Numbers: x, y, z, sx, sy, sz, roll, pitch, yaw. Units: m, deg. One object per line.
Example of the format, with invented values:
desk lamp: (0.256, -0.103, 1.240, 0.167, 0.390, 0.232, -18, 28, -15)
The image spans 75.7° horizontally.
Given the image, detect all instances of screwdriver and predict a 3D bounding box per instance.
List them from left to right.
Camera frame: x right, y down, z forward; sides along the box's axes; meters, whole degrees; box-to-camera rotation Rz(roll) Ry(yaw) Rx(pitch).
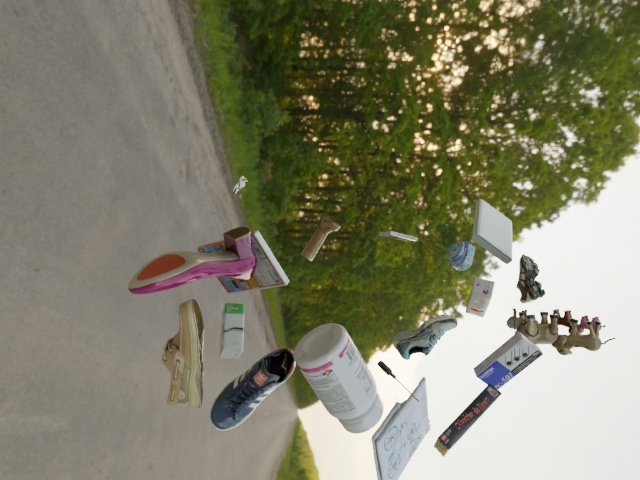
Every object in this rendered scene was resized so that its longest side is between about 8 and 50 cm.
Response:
screwdriver: (0.246, 0.441, 1.291, 0.024, 0.170, 0.025, -52, 170, 21)

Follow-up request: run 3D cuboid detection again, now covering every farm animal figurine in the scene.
farm animal figurine: (0.968, 0.390, 1.702, 0.330, 0.327, 0.172, 3, 87, -76)

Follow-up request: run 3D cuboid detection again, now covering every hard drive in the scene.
hard drive: (0.921, -0.058, 2.196, 0.047, 0.233, 0.353, -50, -173, 42)

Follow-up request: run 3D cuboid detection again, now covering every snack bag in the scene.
snack bag: (0.302, 0.700, 1.499, 0.343, 0.037, 0.322, -36, 126, -37)

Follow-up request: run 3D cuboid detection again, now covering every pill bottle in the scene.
pill bottle: (0.058, 0.384, 1.140, 0.283, 0.161, 0.160, 61, 7, -19)

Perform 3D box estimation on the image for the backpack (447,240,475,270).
backpack: (0.589, 0.064, 1.737, 0.105, 0.084, 0.114, -36, -149, 57)

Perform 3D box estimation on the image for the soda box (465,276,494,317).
soda box: (0.613, 0.223, 1.588, 0.216, 0.074, 0.069, 70, 39, -57)

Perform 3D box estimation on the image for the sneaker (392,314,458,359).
sneaker: (0.450, 0.415, 1.719, 0.110, 0.283, 0.122, 58, 9, -40)

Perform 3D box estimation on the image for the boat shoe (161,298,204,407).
boat shoe: (-0.386, 0.324, 1.147, 0.121, 0.110, 0.340, -116, -151, -70)

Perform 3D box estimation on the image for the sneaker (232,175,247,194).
sneaker: (-0.415, -0.281, 2.128, 0.109, 0.044, 0.040, -58, -171, -8)

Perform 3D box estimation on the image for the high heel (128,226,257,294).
high heel: (-0.334, 0.106, 1.157, 0.127, 0.377, 0.181, 30, -48, 41)

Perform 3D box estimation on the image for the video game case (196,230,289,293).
video game case: (-0.261, 0.081, 1.363, 0.204, 0.285, 0.025, 61, 38, -22)

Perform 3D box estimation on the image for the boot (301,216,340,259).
boot: (0.000, 0.000, 2.392, 0.269, 0.089, 0.236, -58, -168, 1)

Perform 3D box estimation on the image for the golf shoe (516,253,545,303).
golf shoe: (1.017, 0.185, 2.047, 0.120, 0.105, 0.272, -56, -167, 46)

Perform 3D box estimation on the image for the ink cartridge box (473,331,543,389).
ink cartridge box: (0.632, 0.410, 1.393, 0.207, 0.097, 0.046, -49, -170, 21)

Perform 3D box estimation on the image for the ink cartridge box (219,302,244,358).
ink cartridge box: (-0.387, 0.398, 1.800, 0.153, 0.087, 0.208, 123, -32, -55)

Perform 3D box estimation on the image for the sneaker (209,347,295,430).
sneaker: (-0.219, 0.478, 1.370, 0.350, 0.131, 0.148, -41, 170, -29)

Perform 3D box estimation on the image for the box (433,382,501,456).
box: (0.446, 0.551, 1.257, 0.044, 0.233, 0.159, 43, -18, 31)

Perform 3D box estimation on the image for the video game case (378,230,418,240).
video game case: (0.380, -0.020, 2.020, 0.157, 0.143, 0.019, 177, -74, -77)
